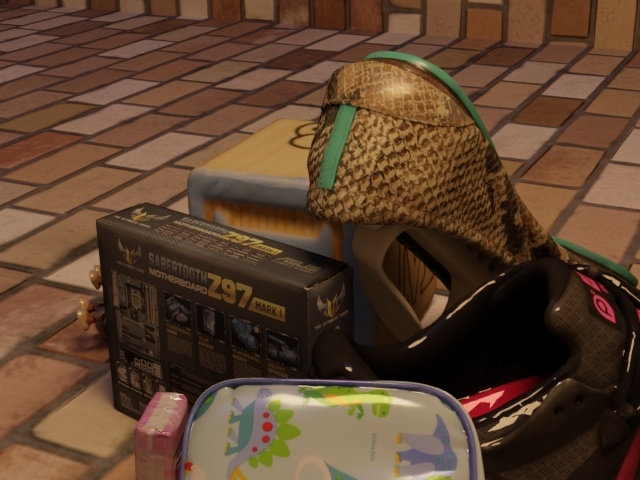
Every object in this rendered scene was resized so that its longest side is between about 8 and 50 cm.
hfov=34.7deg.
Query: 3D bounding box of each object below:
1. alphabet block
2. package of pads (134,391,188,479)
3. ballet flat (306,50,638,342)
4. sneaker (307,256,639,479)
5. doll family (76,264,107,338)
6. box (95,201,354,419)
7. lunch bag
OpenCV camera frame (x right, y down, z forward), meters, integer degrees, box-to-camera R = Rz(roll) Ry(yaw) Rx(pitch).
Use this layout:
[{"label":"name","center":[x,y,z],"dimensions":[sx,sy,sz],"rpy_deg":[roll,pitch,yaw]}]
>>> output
[{"label":"alphabet block","center":[0.000,0.000,1.013],"dimensions":[0.192,0.193,0.197],"rpy_deg":[10,24,22]},{"label":"package of pads","center":[-0.118,0.161,0.767],"dimensions":[0.032,0.083,0.050],"rpy_deg":[9,27,10]},{"label":"ballet flat","center":[0.132,0.028,0.888],"dimensions":[0.164,0.182,0.483],"rpy_deg":[14,-14,40]},{"label":"sneaker","center":[0.208,0.110,0.722],"dimensions":[0.483,0.202,0.185],"rpy_deg":[-8,24,-18]},{"label":"doll family","center":[-0.174,0.047,1.055],"dimensions":[0.111,0.076,0.193],"rpy_deg":[-19,27,6]},{"label":"box","center":[-0.079,0.082,0.826],"dimensions":[0.233,0.183,0.059],"rpy_deg":[15,27,36]},{"label":"lunch bag","center":[0.008,0.188,0.559],"dimensions":[0.176,0.090,0.219],"rpy_deg":[0,64,2]}]
